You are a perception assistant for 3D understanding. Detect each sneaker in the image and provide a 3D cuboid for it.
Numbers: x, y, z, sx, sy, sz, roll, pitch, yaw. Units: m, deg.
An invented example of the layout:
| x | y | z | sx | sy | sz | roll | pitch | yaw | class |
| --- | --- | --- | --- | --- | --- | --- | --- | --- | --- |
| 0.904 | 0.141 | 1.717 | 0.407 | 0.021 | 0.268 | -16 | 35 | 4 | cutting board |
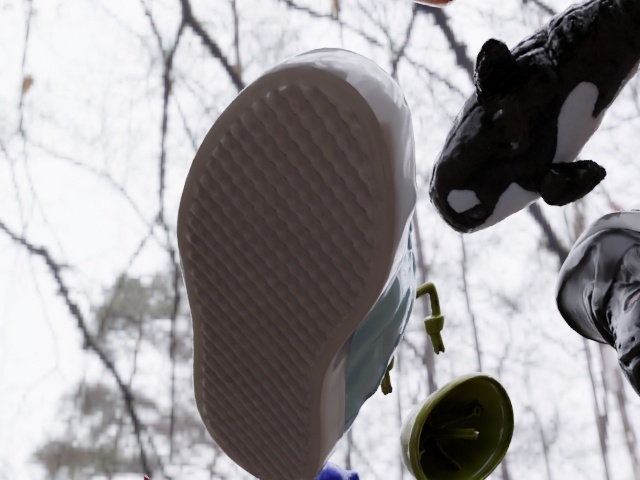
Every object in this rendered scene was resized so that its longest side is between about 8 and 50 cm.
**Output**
| x | y | z | sx | sy | sz | roll | pitch | yaw | class |
| --- | --- | --- | --- | --- | --- | --- | --- | --- | --- |
| 0.223 | 0.052 | 0.908 | 0.107 | 0.124 | 0.283 | 49 | -21 | -11 | sneaker |
| 0.000 | 0.000 | 0.848 | 0.135 | 0.150 | 0.366 | 28 | -38 | 10 | sneaker |

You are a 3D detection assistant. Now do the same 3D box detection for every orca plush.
| x | y | z | sx | sy | sz | roll | pitch | yaw | class |
| --- | --- | --- | --- | --- | --- | --- | --- | --- | --- |
| 0.167 | -0.115 | 1.009 | 0.102 | 0.151 | 0.287 | 23 | -40 | -35 | orca plush |

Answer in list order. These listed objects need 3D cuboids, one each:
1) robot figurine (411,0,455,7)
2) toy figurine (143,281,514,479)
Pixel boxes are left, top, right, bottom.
| x | y | z | sx | sy | sz | roll | pitch | yaw | class |
| --- | --- | --- | --- | --- | --- | --- | --- | --- | --- |
| 0.038 | -0.235 | 0.937 | 0.219 | 0.158 | 0.128 | 13 | -40 | 0 | robot figurine |
| -0.031 | 0.204 | 1.136 | 0.217 | 0.362 | 0.191 | -28 | -84 | 51 | toy figurine |
